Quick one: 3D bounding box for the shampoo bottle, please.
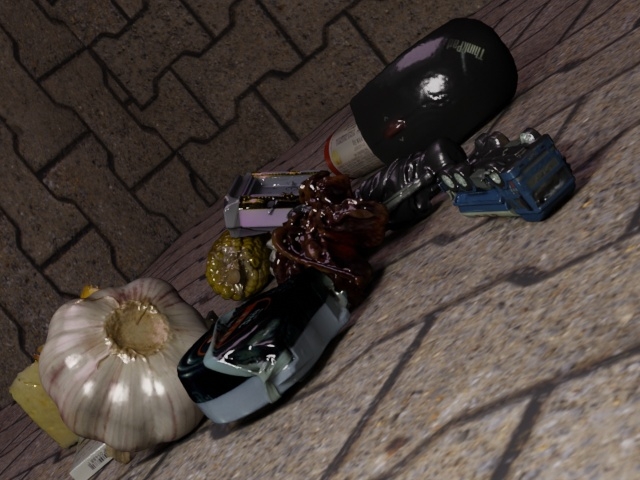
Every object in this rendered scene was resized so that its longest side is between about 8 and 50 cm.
[{"bbox_3d":[0.110,-0.194,2.246,0.104,0.104,0.278,-44,10,-26],"label":"shampoo bottle"}]

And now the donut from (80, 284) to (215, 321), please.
[{"bbox_3d":[-0.296,0.167,1.897,0.259,0.101,0.152,11,79,33],"label":"donut"}]

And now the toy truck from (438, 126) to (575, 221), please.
[{"bbox_3d":[0.193,-0.062,1.281,0.074,0.088,0.201,-40,12,-14],"label":"toy truck"}]

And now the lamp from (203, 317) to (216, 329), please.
[{"bbox_3d":[-0.205,0.177,1.726,0.163,0.091,0.091,-32,11,23],"label":"lamp"}]

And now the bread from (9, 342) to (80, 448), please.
[{"bbox_3d":[-0.410,0.227,2.092,0.240,0.178,0.135,-38,10,24],"label":"bread"}]

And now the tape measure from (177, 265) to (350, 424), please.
[{"bbox_3d":[-0.074,0.131,1.383,0.181,0.107,0.182,-29,13,38],"label":"tape measure"}]

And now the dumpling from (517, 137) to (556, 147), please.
[{"bbox_3d":[0.247,-0.091,1.376,0.052,0.057,0.076,-5,20,-25],"label":"dumpling"}]

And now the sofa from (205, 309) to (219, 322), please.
[{"bbox_3d":[-0.224,0.174,1.955,0.147,0.060,0.085,-38,8,14],"label":"sofa"}]

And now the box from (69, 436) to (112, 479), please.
[{"bbox_3d":[-0.330,0.302,1.857,0.122,0.032,0.220,-41,10,-2],"label":"box"}]

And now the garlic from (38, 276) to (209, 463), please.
[{"bbox_3d":[-0.255,0.202,1.598,0.245,0.245,0.253,-50,-20,-48],"label":"garlic"}]

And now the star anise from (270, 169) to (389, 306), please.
[{"bbox_3d":[0.000,0.000,1.540,0.220,0.125,0.190,-41,28,55],"label":"star anise"}]

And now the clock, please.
[{"bbox_3d":[-0.066,-0.063,2.099,0.186,0.083,0.253,-2,14,3],"label":"clock"}]

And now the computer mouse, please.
[{"bbox_3d":[0.179,-0.228,1.889,0.269,0.170,0.100,-40,-6,22],"label":"computer mouse"}]

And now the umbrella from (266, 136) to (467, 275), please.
[{"bbox_3d":[0.056,-0.039,1.668,0.357,0.113,0.106,-33,-11,39],"label":"umbrella"}]

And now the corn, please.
[{"bbox_3d":[-0.139,0.027,2.154,0.119,0.119,0.322,-38,9,13],"label":"corn"}]
